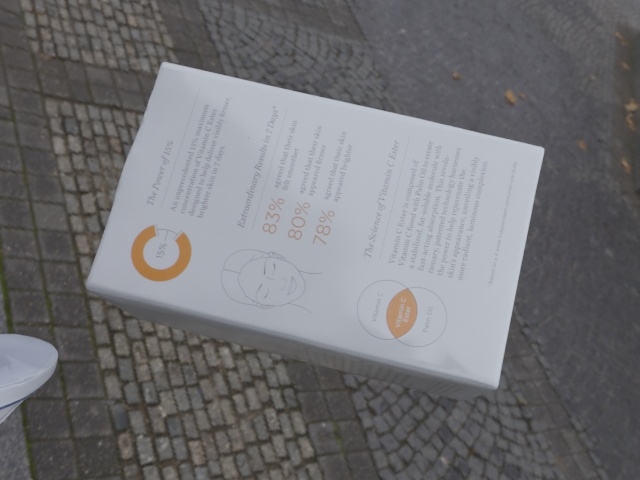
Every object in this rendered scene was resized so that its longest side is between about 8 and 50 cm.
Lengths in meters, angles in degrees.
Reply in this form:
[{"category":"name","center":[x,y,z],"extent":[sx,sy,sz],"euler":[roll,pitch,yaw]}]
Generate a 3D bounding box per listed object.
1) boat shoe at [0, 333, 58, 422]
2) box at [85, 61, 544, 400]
[{"category":"boat shoe","center":[-0.351,0.164,0.709],"extent":[0.095,0.084,0.258],"euler":[26,25,22]},{"category":"box","center":[0.000,0.000,0.718],"extent":[0.346,0.168,0.214],"euler":[14,76,5]}]
